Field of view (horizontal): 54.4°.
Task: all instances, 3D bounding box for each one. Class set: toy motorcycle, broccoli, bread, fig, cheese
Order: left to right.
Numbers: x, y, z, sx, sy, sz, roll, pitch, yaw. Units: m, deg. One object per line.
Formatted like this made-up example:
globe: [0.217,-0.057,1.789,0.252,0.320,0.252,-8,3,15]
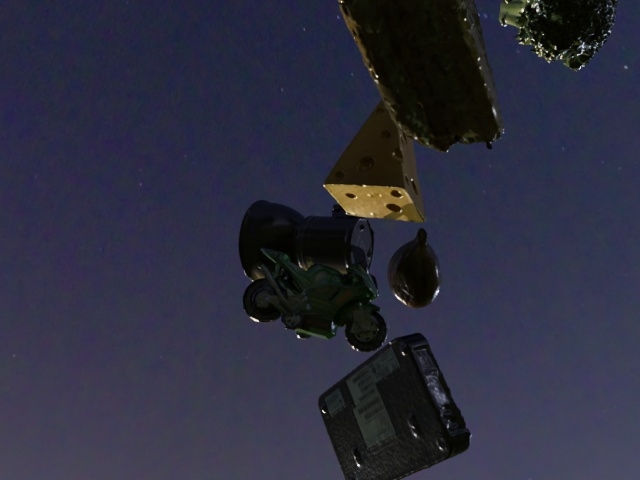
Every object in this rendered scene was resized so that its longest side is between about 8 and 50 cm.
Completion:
toy motorcycle: [-0.002,0.070,0.772,0.190,0.106,0.074,14,-15,17]
cheese: [0.097,-0.125,0.879,0.126,0.171,0.093,5,-26,31]
fig: [0.185,0.050,1.188,0.109,0.103,0.155,21,-62,13]
bread: [0.099,-0.186,0.580,0.102,0.138,0.196,-15,-59,26]
broccoli: [0.519,-0.511,1.343,0.235,0.260,0.288,-25,-55,15]

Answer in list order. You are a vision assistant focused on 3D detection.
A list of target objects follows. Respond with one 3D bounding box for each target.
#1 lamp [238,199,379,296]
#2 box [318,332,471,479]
lamp: [0.000,0.000,1.040,0.227,0.172,0.147,2,-40,25]
box: [0.116,0.326,1.129,0.058,0.211,0.350,-5,-29,-32]
